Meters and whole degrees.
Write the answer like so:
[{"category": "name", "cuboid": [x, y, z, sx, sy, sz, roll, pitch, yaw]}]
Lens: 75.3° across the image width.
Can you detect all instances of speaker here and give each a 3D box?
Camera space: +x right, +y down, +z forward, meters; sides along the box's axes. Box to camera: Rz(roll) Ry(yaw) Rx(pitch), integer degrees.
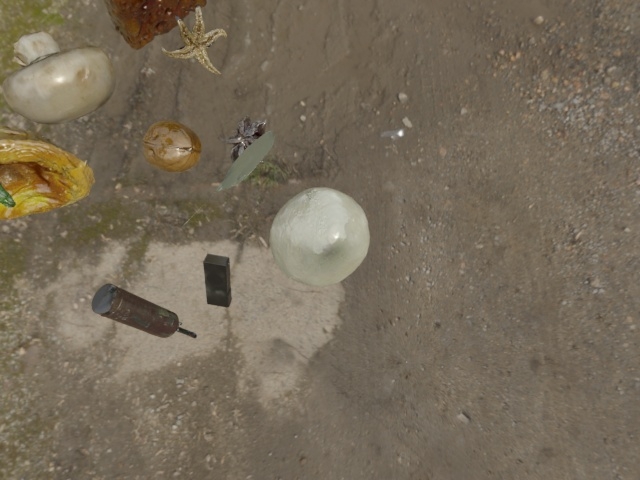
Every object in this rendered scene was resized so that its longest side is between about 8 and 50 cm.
[{"category": "speaker", "cuboid": [-0.350, 0.142, 1.423, 0.082, 0.218, 0.044, 11, 42, 1]}]

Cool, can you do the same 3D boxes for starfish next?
[{"category": "starfish", "cuboid": [-0.396, -0.624, 1.330, 0.213, 0.238, 0.057, -40, 59, -11]}]

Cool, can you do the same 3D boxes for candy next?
[{"category": "candy", "cuboid": [0.000, 0.000, 1.099, 0.295, 0.296, 0.185, -29, 31, 2]}]

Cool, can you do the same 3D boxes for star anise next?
[{"category": "star anise", "cuboid": [-0.290, -0.371, 1.552, 0.231, 0.089, 0.210, -11, 79, 19]}]

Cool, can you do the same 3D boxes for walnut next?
[{"category": "walnut", "cuboid": [-0.487, -0.305, 1.354, 0.207, 0.167, 0.168, 17, 78, 29]}]

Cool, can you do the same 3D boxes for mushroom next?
[{"category": "mushroom", "cuboid": [-0.560, -0.350, 0.891, 0.226, 0.226, 0.178, -14, 112, 8]}]

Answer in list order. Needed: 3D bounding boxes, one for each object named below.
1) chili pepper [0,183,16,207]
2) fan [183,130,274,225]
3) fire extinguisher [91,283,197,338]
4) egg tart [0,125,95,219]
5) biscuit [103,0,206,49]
[{"category": "chili pepper", "cuboid": [-0.635, -0.129, 0.736, 0.088, 0.227, 0.059, 14, 61, 24]}, {"category": "fan", "cuboid": [-0.216, -0.138, 0.969, 0.310, 0.010, 0.182, -43, 29, 8]}, {"category": "fire extinguisher", "cuboid": [-0.416, 0.189, 1.012, 0.089, 0.268, 0.072, 9, 67, 31]}, {"category": "egg tart", "cuboid": [-0.758, -0.174, 1.027, 0.351, 0.352, 0.150, -19, 73, 6]}, {"category": "biscuit", "cuboid": [-0.527, -0.827, 1.270, 0.342, 0.395, 0.166, -42, 87, -18]}]
